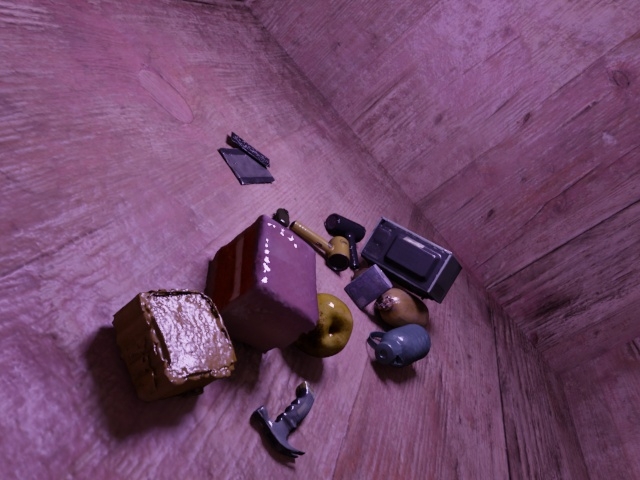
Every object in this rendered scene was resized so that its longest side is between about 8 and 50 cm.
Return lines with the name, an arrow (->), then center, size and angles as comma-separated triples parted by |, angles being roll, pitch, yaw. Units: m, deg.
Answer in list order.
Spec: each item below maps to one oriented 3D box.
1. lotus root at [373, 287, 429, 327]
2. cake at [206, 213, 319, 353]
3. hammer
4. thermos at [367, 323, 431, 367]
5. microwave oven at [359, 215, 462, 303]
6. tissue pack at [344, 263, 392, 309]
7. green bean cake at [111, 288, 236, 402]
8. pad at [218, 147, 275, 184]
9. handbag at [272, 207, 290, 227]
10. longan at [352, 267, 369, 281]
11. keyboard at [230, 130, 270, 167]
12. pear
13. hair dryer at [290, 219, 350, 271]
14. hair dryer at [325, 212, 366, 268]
lotus root -> 0.330, 0.281, 2.051 | 0.343, 0.151, 0.169 | 29, 31, -47
cake -> -0.154, 0.124, 1.359 | 0.230, 0.237, 0.309 | 37, 30, -28
hammer -> -0.072, 0.451, 1.291 | 0.158, 0.041, 0.226 | 53, 25, 2
thermos -> 0.285, 0.390, 1.863 | 0.182, 0.145, 0.286 | 29, 13, 32
microwave oven -> 0.383, 0.096, 2.138 | 0.355, 0.218, 0.286 | 31, -1, 29
tissue pack -> 0.186, 0.181, 1.939 | 0.112, 0.156, 0.051 | 52, 21, 1
green bean cake -> -0.316, 0.224, 1.082 | 0.230, 0.131, 0.224 | 9, 51, -59
pad -> -0.282, -0.290, 1.941 | 0.174, 0.022, 0.233 | 56, 27, 7
handbag -> -0.143, -0.084, 1.867 | 0.072, 0.047, 0.111 | 31, 32, -27
longan -> 0.180, 0.158, 2.039 | 0.113, 0.092, 0.113 | 15, 41, -14
keyboard -> -0.277, -0.365, 1.996 | 0.196, 0.015, 0.074 | 35, 32, -30
pear -> -0.006, 0.252, 1.508 | 0.197, 0.197, 0.197 | 39, 28, -26
hair dryer -> 0.000, 0.000, 1.967 | 0.279, 0.090, 0.135 | 34, 30, -21
hair dryer -> 0.128, 0.012, 2.162 | 0.197, 0.089, 0.251 | 25, 42, -44
